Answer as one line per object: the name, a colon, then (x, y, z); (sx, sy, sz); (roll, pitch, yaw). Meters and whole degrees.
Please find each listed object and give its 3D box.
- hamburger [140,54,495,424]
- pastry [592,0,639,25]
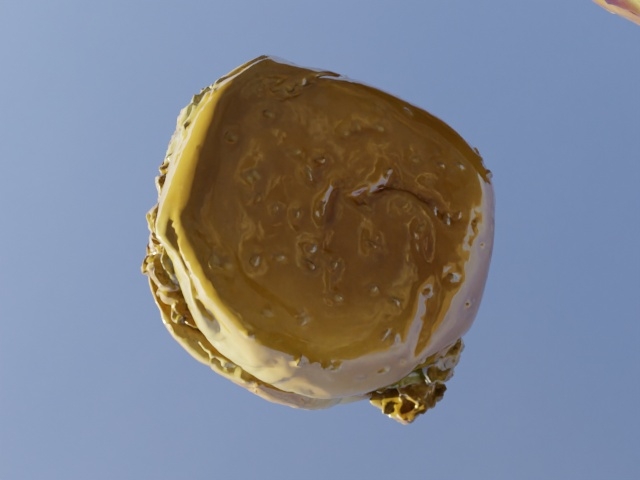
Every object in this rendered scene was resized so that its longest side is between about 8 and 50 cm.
hamburger: (0.000, 0.000, 0.584); (0.147, 0.083, 0.138); (22, -109, -15)
pastry: (0.189, -0.187, 0.703); (0.256, 0.236, 0.170); (34, -121, 15)
